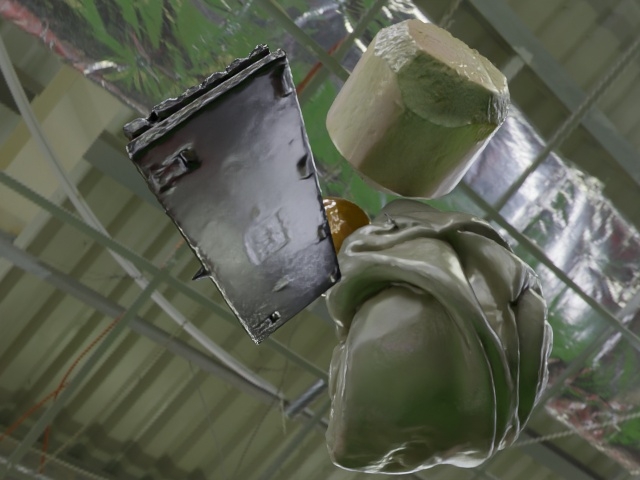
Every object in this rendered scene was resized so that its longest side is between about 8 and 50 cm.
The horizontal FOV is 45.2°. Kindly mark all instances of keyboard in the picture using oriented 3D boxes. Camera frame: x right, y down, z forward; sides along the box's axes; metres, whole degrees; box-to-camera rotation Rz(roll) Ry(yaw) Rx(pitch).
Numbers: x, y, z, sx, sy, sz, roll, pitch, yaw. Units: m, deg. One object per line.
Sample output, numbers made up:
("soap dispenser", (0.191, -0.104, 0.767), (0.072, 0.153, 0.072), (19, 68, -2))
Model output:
("keyboard", (-0.044, -0.007, 0.513), (0.106, 0.027, 0.317), (-36, -22, -10))

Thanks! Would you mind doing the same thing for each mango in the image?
("mango", (0.000, 0.000, 1.140), (0.109, 0.227, 0.147), (27, -84, -33))

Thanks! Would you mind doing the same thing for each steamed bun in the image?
("steamed bun", (0.162, 0.126, 0.968), (0.254, 0.367, 0.343), (1, -73, 27))

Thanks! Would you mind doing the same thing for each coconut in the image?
("coconut", (0.133, -0.177, 1.137), (0.239, 0.239, 0.244), (17, -55, -26))
